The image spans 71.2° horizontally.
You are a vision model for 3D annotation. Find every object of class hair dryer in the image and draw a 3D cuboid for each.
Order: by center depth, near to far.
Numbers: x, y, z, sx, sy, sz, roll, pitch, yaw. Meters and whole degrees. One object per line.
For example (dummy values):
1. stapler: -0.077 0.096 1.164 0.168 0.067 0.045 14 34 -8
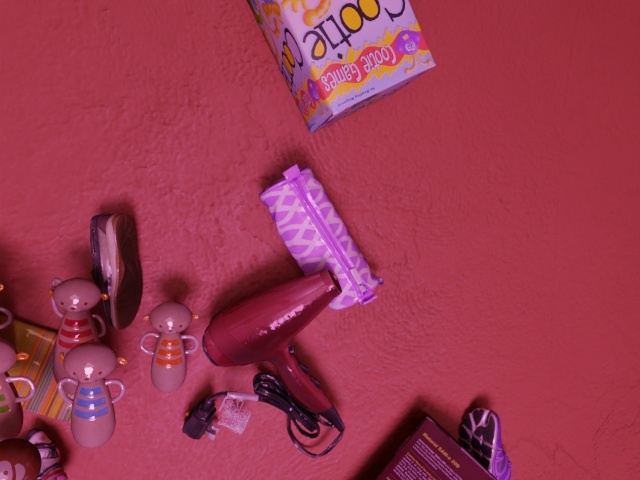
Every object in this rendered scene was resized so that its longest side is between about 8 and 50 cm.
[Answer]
1. hair dryer: -0.049 0.159 0.602 0.223 0.080 0.294 14 114 -15

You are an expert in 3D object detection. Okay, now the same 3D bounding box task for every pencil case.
1. pencil case: 0.000 0.000 0.602 0.086 0.088 0.206 -36 100 -9

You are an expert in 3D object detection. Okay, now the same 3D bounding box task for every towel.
1. towel: -0.403 0.146 0.566 0.237 0.021 0.102 24 85 -12

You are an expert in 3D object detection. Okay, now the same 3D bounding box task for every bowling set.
1. bowling set: -0.276 0.140 0.469 0.286 0.200 0.154 4 113 -16

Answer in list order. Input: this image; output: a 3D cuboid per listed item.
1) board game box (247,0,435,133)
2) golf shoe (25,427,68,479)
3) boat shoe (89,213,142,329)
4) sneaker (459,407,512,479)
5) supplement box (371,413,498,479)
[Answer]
1. board game box: 0.000 -0.296 0.548 0.144 0.142 0.275 -28 100 -8
2. golf shoe: -0.410 0.315 0.562 0.186 0.067 0.086 -33 69 -3
3. boat shoe: -0.264 0.039 0.571 0.049 0.056 0.152 8 102 13
4. sneaker: 0.268 0.340 0.711 0.071 0.068 0.170 -12 106 -26
5. supplement box: 0.128 0.389 0.645 0.130 0.073 0.239 41 86 20
